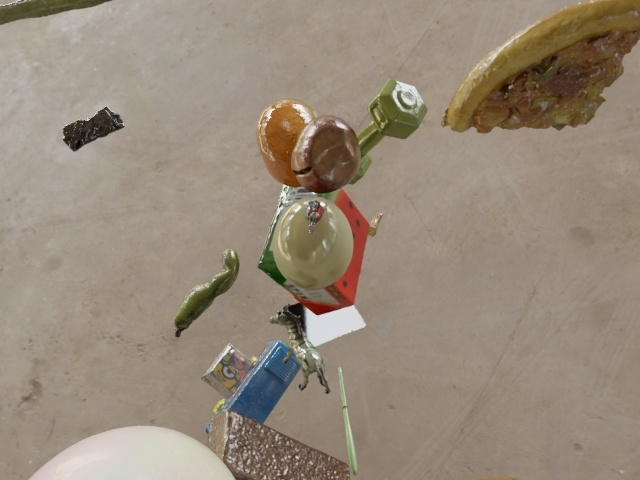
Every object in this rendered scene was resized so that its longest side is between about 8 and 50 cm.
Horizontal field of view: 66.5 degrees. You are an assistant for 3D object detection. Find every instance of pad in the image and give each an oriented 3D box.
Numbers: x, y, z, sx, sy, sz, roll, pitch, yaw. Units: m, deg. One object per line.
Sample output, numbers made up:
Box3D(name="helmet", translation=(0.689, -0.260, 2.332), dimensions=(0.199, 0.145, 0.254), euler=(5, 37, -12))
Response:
Box3D(name="pad", translation=(0.024, 0.256, 1.631), dimensions=(0.265, 0.009, 0.159), euler=(-11, 61, -41))

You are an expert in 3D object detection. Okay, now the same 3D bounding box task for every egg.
Box3D(name="egg", translation=(-0.018, 0.007, 1.114), dimensions=(0.186, 0.242, 0.186), euler=(-2, 47, 2))
Box3D(name="egg", translation=(-0.294, 0.435, 0.673), dimensions=(0.354, 0.340, 0.354), euler=(-2, 62, 4))

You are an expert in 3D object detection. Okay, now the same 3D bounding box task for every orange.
Box3D(name="orange", translation=(-0.068, -0.256, 1.272), dimensions=(0.171, 0.240, 0.240), euler=(-17, 64, 8))

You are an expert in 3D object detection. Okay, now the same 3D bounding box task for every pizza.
Box3D(name="pizza", translation=(0.302, -0.200, 0.635), dimensions=(0.292, 0.197, 0.058), euler=(-24, 51, 34))

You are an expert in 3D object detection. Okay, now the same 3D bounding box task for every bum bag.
Box3D(name="bum bag", translation=(-0.475, -0.233, 1.014), dimensions=(0.124, 0.034, 0.058), euler=(-30, 101, -16))

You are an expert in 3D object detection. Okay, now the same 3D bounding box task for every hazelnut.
Box3D(name="hazelnut", translation=(0.008, -0.170, 0.968), dimensions=(0.143, 0.143, 0.154), euler=(7, 100, 17))

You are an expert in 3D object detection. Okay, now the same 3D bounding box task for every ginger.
Box3D(name="ginger", translation=(0.208, -0.057, 1.914), dimensions=(0.044, 0.057, 0.137), euler=(8, 41, 23))

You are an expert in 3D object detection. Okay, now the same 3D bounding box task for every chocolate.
Box3D(name="chocolate", translation=(0.000, 0.000, 1.487), dimensions=(0.161, 0.341, 0.360), euler=(-5, 56, 32))

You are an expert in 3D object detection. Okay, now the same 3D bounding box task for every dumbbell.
Box3D(name="dumbbell", translation=(0.112, -0.232, 1.091), dimensions=(0.108, 0.302, 0.121), euler=(-25, 82, -31))

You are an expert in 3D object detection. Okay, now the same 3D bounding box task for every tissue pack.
Box3D(name="tissue pack", translation=(-0.294, 0.415, 1.557), dimensions=(0.108, 0.148, 0.060), euler=(40, 124, -5))

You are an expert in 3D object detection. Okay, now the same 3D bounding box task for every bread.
Box3D(name="bread", translation=(-0.098, 0.570, 1.198), dimensions=(0.113, 0.416, 0.165), euler=(-39, 29, 26))

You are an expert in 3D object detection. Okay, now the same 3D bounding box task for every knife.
Box3D(name="knife", translation=(0.048, 0.329, 0.911), dimensions=(0.014, 0.030, 0.207), euler=(-6, 49, -3))

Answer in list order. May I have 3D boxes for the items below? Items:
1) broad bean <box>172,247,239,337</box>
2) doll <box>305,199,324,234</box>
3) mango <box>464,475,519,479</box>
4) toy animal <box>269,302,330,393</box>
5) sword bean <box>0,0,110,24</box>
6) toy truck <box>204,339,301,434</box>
Box3D(name="broad bean", translation=(-0.238, 0.109, 1.004), dimensions=(0.070, 0.048, 0.213), euler=(36, 85, 37))
Box3D(name="doll", translation=(-0.014, -0.054, 0.970), dimensions=(0.039, 0.057, 0.114), euler=(-18, 20, 9))
Box3D(name="mango", translation=(0.480, 0.709, 1.270), dimensions=(0.201, 0.287, 0.153), euler=(-41, 106, -20))
Box3D(name="toy animal", translation=(-0.048, 0.283, 1.257), dimensions=(0.073, 0.176, 0.217), euler=(-22, 47, -28))
Box3D(name="sword bean", translation=(-0.478, -0.400, 0.829), dimensions=(0.269, 0.038, 0.043), euler=(-14, 47, -3))
Box3D(name="toy truck", translation=(-0.224, 0.527, 1.670), dimensions=(0.161, 0.162, 0.385), euler=(42, 60, -6))
